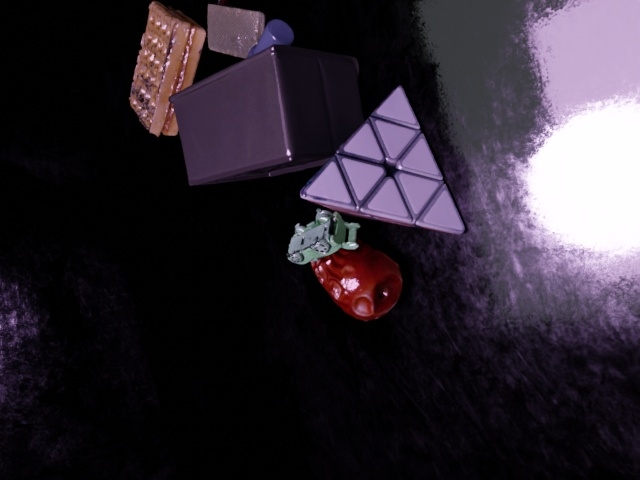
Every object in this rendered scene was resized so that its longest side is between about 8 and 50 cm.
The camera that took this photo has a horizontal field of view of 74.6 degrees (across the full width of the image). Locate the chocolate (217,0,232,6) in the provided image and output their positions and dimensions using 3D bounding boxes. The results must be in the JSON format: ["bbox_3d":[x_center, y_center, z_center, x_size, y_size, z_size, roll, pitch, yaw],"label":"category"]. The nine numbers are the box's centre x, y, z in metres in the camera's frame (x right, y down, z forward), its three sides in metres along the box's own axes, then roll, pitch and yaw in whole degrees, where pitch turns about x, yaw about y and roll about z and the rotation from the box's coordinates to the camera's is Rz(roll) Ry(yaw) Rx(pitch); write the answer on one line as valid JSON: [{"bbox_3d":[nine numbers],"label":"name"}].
[{"bbox_3d":[-0.247,-0.610,1.178,0.183,0.028,0.086,54,136,25],"label":"chocolate"}]

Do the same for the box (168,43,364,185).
[{"bbox_3d":[-0.112,-0.250,0.909,0.345,0.251,0.205,-4,99,41],"label":"box"}]

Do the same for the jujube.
[{"bbox_3d":[0.071,0.068,0.914,0.230,0.155,0.155,45,133,46],"label":"jujube"}]

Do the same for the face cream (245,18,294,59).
[{"bbox_3d":[-0.180,-0.416,1.118,0.385,0.086,0.136,-35,71,55],"label":"face cream"}]

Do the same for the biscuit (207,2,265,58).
[{"bbox_3d":[-0.232,-0.563,1.135,0.199,0.040,0.121,26,125,29],"label":"biscuit"}]

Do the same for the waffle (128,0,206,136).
[{"bbox_3d":[-0.527,-0.571,1.410,0.261,0.113,0.376,46,122,33],"label":"waffle"}]

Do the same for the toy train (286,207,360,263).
[{"bbox_3d":[0.000,0.000,0.866,0.149,0.081,0.099,-30,38,36],"label":"toy train"}]

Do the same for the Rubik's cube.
[{"bbox_3d":[0.107,-0.111,0.811,0.228,0.233,0.229,56,-162,-35],"label":"Rubik's cube"}]
